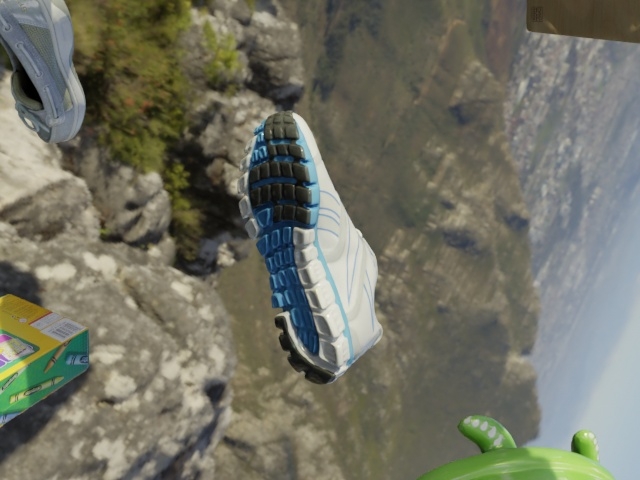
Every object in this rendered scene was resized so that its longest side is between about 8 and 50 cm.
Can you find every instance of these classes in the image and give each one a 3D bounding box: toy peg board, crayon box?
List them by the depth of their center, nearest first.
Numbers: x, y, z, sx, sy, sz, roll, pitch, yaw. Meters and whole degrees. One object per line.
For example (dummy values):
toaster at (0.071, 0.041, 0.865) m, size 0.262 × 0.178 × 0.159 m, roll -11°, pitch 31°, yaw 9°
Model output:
toy peg board at (0.268, -0.268, 0.799) m, size 0.079 × 0.160 × 0.161 m, roll -11°, pitch 110°, yaw -23°
crayon box at (-0.489, 0.185, 1.273) m, size 0.278 × 0.165 × 0.081 m, roll -35°, pitch 138°, yaw -55°

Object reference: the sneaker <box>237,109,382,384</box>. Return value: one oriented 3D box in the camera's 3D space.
sneaker at (0.000, 0.000, 0.634) m, size 0.083 × 0.071 × 0.191 m, roll -20°, pitch 102°, yaw -44°

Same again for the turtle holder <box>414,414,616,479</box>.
turtle holder at (0.206, 0.337, 0.843) m, size 0.243 × 0.227 × 0.320 m, roll -34°, pitch 129°, yaw 16°

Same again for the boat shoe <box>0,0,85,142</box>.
boat shoe at (-0.406, -0.240, 1.249) m, size 0.103 × 0.118 × 0.320 m, roll -33°, pitch 165°, yaw -25°
